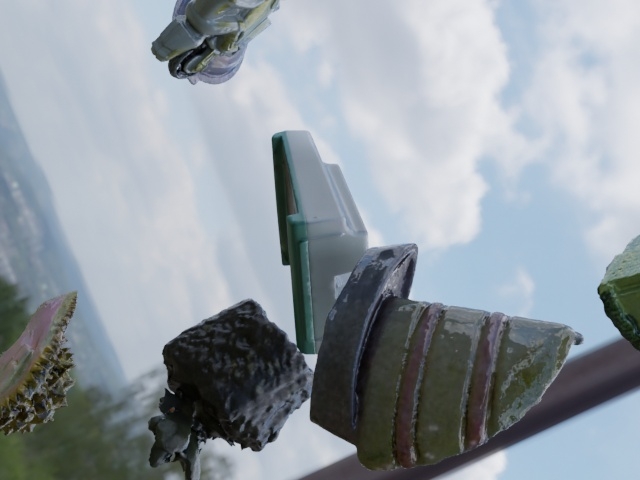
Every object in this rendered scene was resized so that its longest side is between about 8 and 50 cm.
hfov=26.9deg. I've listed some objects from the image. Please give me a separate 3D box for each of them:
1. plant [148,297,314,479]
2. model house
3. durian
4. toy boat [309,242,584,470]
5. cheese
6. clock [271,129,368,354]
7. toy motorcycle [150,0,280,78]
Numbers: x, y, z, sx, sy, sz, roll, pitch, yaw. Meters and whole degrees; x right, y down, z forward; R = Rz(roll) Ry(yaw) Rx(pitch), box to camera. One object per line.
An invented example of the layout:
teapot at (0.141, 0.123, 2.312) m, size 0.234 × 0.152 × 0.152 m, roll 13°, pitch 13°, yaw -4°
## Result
plant at (-0.174, 0.262, 2.251) m, size 0.213 × 0.312 × 0.215 m, roll 47°, pitch -6°, yaw 38°
model house at (0.583, 0.074, 2.115) m, size 0.189 × 0.214 × 0.195 m, roll -33°, pitch -85°, yaw 43°
durian at (-0.378, 0.172, 1.821) m, size 0.140 × 0.224 × 0.078 m, roll 30°, pitch -4°, yaw -39°
toy boat at (0.120, 0.152, 1.620) m, size 0.293 × 0.276 × 0.111 m, roll 27°, pitch -15°, yaw 30°
cheese at (-0.133, -0.302, 1.813) m, size 0.052 × 0.245 × 0.135 m, roll -9°, pitch -54°, yaw 38°
clock at (0.000, 0.000, 1.988) m, size 0.231 × 0.116 × 0.262 m, roll -104°, pitch -171°, yaw -50°
toy motorcycle at (-0.108, -0.288, 1.640) m, size 0.074 × 0.228 × 0.151 m, roll 53°, pitch -2°, yaw 18°
